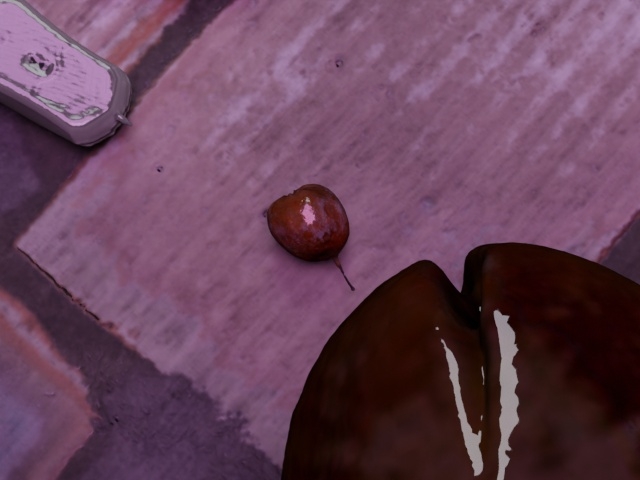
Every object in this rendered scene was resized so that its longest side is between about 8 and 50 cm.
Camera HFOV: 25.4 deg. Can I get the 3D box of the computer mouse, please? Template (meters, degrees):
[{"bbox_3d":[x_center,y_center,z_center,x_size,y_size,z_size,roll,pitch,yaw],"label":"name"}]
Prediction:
[{"bbox_3d":[-0.246,-0.149,1.283,0.181,0.056,0.089,32,79,0],"label":"computer mouse"}]

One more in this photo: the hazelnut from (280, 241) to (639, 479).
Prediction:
[{"bbox_3d":[0.165,0.221,1.031,0.402,0.402,0.429,1,69,1],"label":"hazelnut"}]

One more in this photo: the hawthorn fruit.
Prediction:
[{"bbox_3d":[0.000,0.000,1.236,0.067,0.067,0.103,-33,81,-8],"label":"hawthorn fruit"}]
